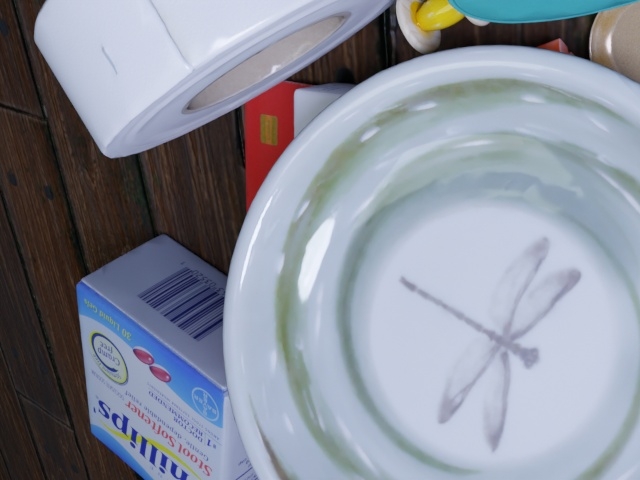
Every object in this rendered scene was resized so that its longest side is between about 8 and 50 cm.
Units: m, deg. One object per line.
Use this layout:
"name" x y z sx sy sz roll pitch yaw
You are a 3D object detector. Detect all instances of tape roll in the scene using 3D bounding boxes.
"tape roll" -0.065 -0.174 0.643 0.286 0.286 0.100 -25 96 50

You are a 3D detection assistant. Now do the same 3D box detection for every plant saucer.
"plant saucer" 0.114 0.066 0.622 0.400 0.100 0.401 -3 84 29
"plant saucer" 0.224 -0.133 0.580 0.083 0.015 0.084 22 120 43

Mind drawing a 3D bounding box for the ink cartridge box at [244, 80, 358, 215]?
"ink cartridge box" 0.000 0.000 0.817 0.261 0.066 0.297 14 112 38

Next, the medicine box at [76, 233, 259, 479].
"medicine box" -0.163 0.188 1.086 0.263 0.149 0.289 31 133 28

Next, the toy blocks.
"toy blocks" 0.144 -0.158 0.622 0.148 0.054 0.123 -20 106 40

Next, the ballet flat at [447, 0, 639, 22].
"ballet flat" 0.224 -0.208 0.466 0.348 0.123 0.123 -3 113 42
